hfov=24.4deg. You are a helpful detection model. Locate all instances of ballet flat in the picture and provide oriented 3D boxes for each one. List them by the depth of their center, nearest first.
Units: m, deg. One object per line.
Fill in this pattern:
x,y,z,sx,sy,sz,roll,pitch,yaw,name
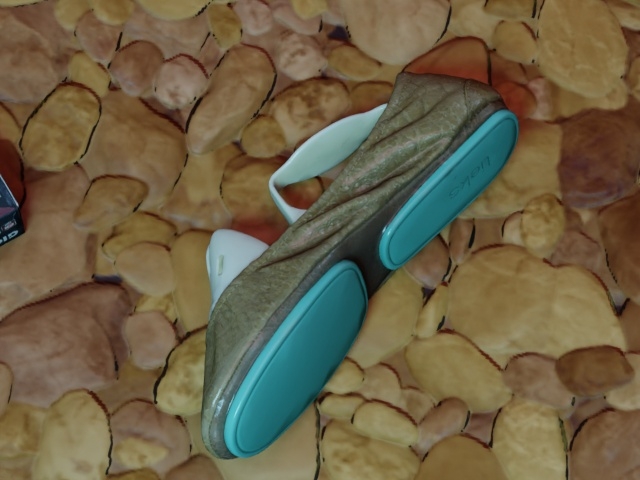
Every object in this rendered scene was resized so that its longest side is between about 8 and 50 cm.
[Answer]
0.000,0.000,1.041,0.124,0.116,0.342,29,68,27,ballet flat

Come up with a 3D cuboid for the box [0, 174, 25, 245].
-0.339,-0.061,1.051,0.175,0.051,0.220,-30,75,-15,box
